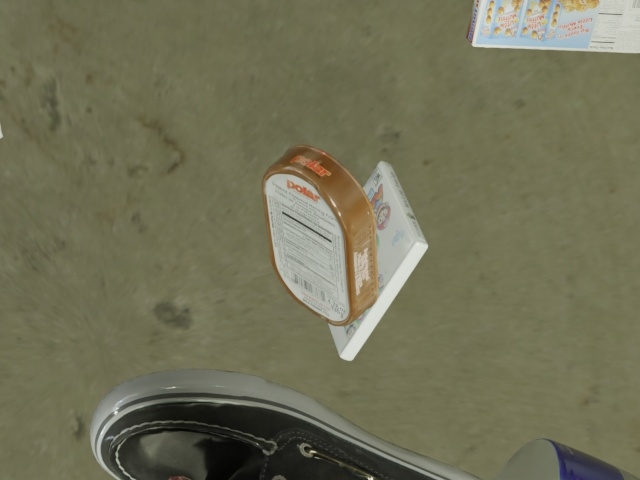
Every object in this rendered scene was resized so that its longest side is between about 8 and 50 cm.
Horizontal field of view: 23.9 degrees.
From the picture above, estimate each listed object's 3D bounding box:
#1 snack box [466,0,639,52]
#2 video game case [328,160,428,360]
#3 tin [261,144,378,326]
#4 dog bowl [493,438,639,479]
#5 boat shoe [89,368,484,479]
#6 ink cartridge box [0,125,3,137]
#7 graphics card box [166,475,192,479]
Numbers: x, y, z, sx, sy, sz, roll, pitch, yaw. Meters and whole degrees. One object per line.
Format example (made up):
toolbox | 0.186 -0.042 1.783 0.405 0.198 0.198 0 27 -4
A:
snack box | 0.230 -0.214 1.443 0.178 0.022 0.064 0 122 -16
video game case | 0.046 0.020 1.547 0.019 0.143 0.157 17 120 -27
tin | 0.000 0.000 1.308 0.106 0.189 0.040 28 55 27
dog bowl | 0.222 0.338 1.527 0.104 0.265 0.265 25 83 -8
boat shoe | -0.003 0.133 0.731 0.228 0.076 0.080 24 113 -15
ink cartridge box | -0.506 -0.183 1.632 0.272 0.309 0.130 -27 67 -19
graphics card box | 0.045 0.209 0.517 0.233 0.371 0.094 43 86 18
